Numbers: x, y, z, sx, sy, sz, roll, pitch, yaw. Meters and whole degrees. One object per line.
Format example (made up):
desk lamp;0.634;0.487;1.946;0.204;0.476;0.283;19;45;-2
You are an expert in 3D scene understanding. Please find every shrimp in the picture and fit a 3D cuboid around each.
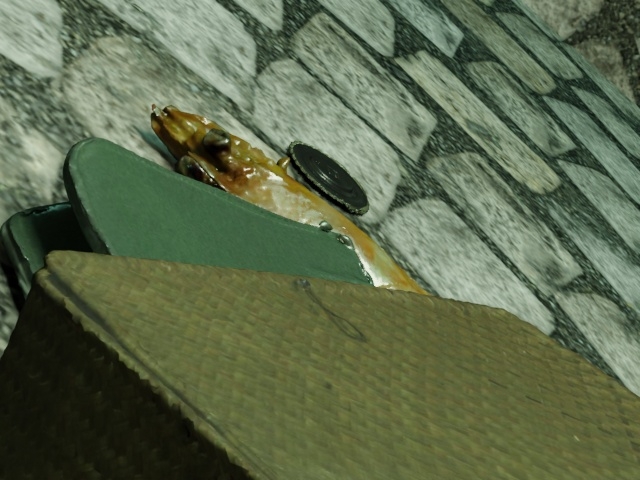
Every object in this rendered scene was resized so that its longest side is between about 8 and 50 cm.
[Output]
shrimp;-0.001;0.001;1.008;0.294;0.062;0.154;42;8;-9

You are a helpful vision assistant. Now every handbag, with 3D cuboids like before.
handbag;-0.026;0.074;0.785;0.260;0.079;0.247;19;31;-49

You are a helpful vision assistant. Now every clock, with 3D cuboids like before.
clock;0.007;-0.052;1.179;0.083;0.010;0.074;32;24;-28

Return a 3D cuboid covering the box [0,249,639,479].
box;0.021;0.114;0.515;0.184;0.143;0.273;36;18;37
